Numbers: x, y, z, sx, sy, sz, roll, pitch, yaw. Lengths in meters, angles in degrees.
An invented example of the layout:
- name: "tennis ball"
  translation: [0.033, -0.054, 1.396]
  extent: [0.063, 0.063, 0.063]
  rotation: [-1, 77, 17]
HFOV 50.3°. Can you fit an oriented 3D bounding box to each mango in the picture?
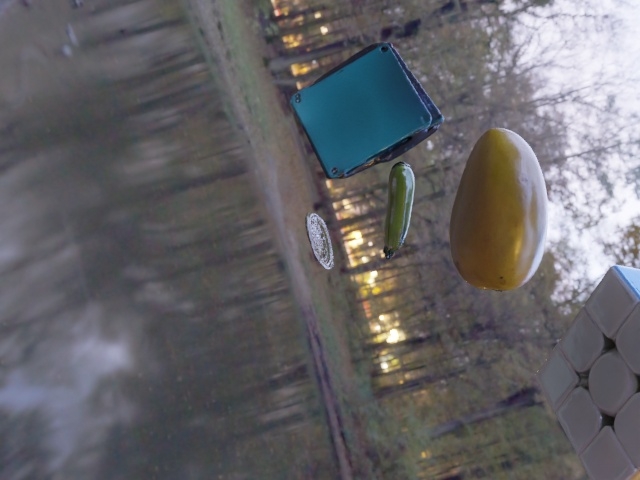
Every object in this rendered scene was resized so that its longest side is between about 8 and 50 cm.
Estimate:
- name: "mango"
  translation: [0.467, -0.071, 1.789]
  extent: [0.300, 0.232, 0.446]
  rotation: [-113, -160, -63]

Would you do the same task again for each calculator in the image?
- name: "calculator"
  translation: [0.092, -0.276, 1.482]
  extent: [0.248, 0.274, 0.058]
  rotation: [61, 7, 22]

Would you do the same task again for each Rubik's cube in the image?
- name: "Rubik's cube"
  translation: [0.602, 0.253, 1.159]
  extent: [0.290, 0.291, 0.291]
  rotation: [-107, -147, -52]

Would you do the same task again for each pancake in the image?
- name: "pancake"
  translation: [-0.001, 0.000, 1.212]
  extent: [0.115, 0.011, 0.115]
  rotation: [-18, 90, -72]

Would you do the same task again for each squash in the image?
- name: "squash"
  translation: [0.143, -0.054, 1.257]
  extent: [0.052, 0.052, 0.184]
  rotation: [-97, -167, -78]
